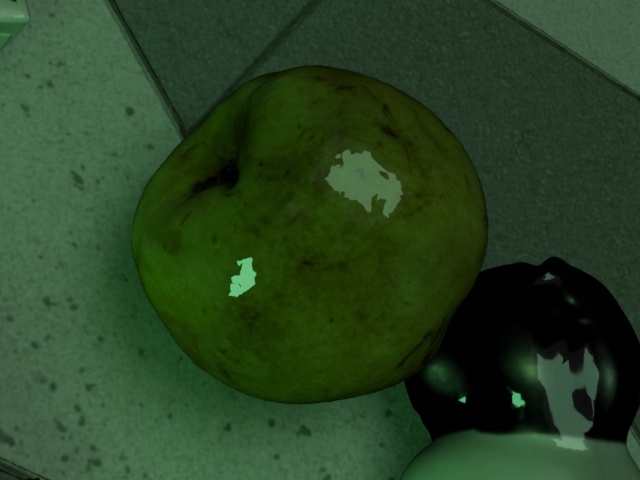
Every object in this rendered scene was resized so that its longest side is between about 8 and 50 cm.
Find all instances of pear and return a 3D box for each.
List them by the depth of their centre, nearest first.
[{"bbox_3d":[0.000,0.000,1.435,0.304,0.304,0.304,14,62,-29],"label":"pear"}]

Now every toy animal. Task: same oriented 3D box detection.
[{"bbox_3d":[0.193,0.199,1.510,0.251,0.251,0.310,11,57,-30],"label":"toy animal"}]

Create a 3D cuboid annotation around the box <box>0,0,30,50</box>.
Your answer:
[{"bbox_3d":[-0.387,-0.289,1.399,0.203,0.116,0.274,-6,74,-35],"label":"box"}]

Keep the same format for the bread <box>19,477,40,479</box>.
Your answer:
[{"bbox_3d":[-0.339,0.190,1.245,0.269,0.095,0.139,41,54,-30],"label":"bread"}]
